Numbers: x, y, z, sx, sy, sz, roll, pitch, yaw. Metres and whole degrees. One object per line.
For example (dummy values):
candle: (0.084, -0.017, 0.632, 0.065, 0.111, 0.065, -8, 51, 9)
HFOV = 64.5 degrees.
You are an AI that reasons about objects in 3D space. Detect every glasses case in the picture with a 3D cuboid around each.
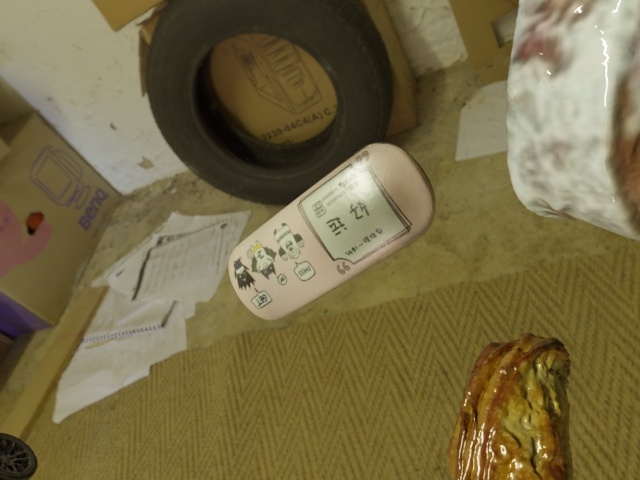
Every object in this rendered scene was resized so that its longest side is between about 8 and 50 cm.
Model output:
glasses case: (0.000, 0.000, 0.630, 0.314, 0.122, 0.075, -34, 2, 32)

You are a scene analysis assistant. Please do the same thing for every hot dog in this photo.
hot dog: (0.205, 0.233, 0.530, 0.114, 0.175, 0.259, -5, 60, 30)

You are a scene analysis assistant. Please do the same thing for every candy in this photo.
candy: (0.256, -0.149, 0.434, 0.157, 0.214, 0.290, 16, 100, 55)

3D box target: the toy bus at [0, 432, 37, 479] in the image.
toy bus: (-0.254, 0.287, 0.355, 0.331, 0.151, 0.145, 38, 88, 27)
